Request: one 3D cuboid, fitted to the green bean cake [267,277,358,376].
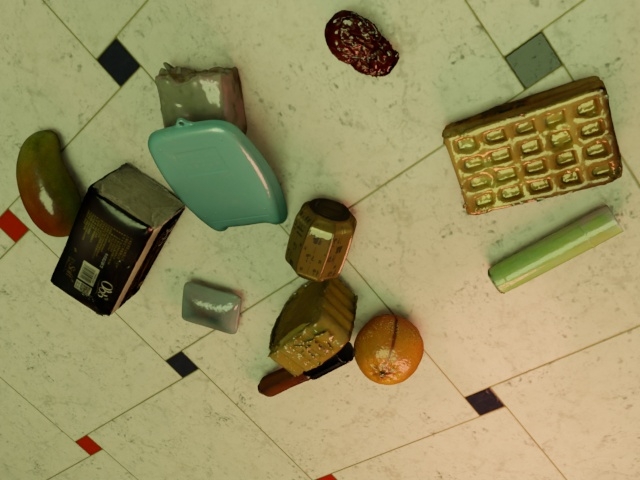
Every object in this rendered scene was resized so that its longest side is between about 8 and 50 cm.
[{"bbox_3d":[-0.018,0.218,1.385,0.131,0.229,0.224,41,122,-17],"label":"green bean cake"}]

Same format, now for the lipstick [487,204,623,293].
[{"bbox_3d":[0.535,0.026,1.231,0.304,0.076,0.076,-34,105,26],"label":"lipstick"}]

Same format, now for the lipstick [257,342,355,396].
[{"bbox_3d":[-0.057,0.374,1.517,0.077,0.077,0.418,44,134,-11],"label":"lipstick"}]

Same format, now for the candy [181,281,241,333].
[{"bbox_3d":[-0.317,0.197,1.535,0.174,0.071,0.138,16,120,6],"label":"candy"}]

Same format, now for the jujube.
[{"bbox_3d":[0.081,-0.400,1.099,0.166,0.104,0.104,39,120,-18],"label":"jujube"}]

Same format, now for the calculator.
[{"bbox_3d":[-0.236,-0.141,1.245,0.256,0.054,0.386,-6,143,17],"label":"calculator"}]

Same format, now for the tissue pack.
[{"bbox_3d":[-0.547,0.013,1.419,0.210,0.198,0.370,34,121,-8],"label":"tissue pack"}]

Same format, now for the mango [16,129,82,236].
[{"bbox_3d":[-0.733,-0.144,1.426,0.146,0.129,0.289,-8,107,20],"label":"mango"}]

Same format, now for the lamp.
[{"bbox_3d":[0.000,0.000,1.305,0.161,0.161,0.185,21,123,2],"label":"lamp"}]

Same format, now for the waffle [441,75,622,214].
[{"bbox_3d":[0.442,-0.191,1.125,0.328,0.098,0.224,-15,112,23],"label":"waffle"}]

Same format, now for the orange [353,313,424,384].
[{"bbox_3d":[0.181,0.294,1.414,0.193,0.161,0.193,1,119,2],"label":"orange"}]

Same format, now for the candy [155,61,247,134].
[{"bbox_3d":[-0.273,-0.302,1.217,0.185,0.137,0.195,3,121,12],"label":"candy"}]
